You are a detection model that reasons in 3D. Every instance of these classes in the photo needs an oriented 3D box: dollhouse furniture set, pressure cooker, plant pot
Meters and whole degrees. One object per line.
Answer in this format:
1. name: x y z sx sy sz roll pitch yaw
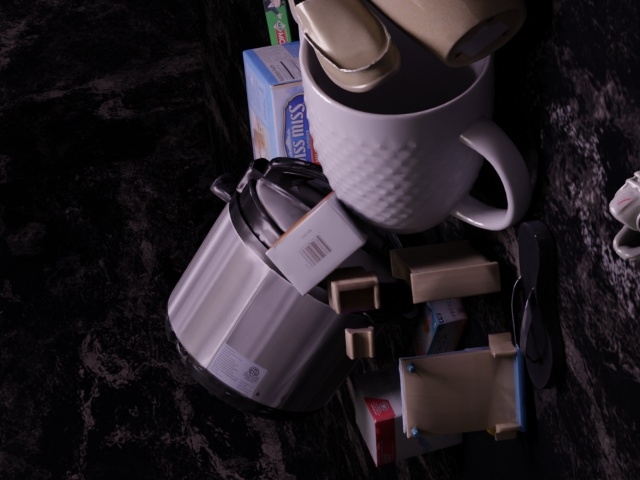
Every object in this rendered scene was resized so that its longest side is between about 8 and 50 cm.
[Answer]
1. dollhouse furniture set: 0.162 0.178 2.027 0.198 0.286 0.304 -124 27 -78
2. pressure cooker: -0.037 0.070 2.279 0.420 0.369 0.375 -57 40 24
3. plant pot: 0.156 -0.380 1.710 0.274 0.256 0.256 60 162 16

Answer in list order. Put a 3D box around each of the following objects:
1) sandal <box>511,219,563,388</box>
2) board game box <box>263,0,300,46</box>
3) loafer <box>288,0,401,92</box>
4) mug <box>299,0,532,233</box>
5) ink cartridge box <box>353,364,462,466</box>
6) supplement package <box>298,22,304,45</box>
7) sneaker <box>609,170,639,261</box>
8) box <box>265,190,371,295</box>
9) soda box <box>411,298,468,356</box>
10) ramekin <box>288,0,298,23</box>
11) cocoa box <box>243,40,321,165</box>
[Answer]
1. sandal: 0.303 0.095 1.831 0.097 0.054 0.255 -138 39 -69
2. board game box: -0.073 -0.472 2.696 0.317 0.046 0.214 -85 -16 -64
3. loafer: 0.016 -0.302 1.726 0.268 0.102 0.092 53 -179 39
4. mug: 0.155 -0.149 1.871 0.374 0.276 0.328 34 153 28
5. ink cartridge box: 0.165 0.315 2.347 0.128 0.176 0.127 -117 17 -50
6. supplement package: 0.076 -0.335 2.085 0.203 0.149 0.194 46 154 39
7. sneaker: 0.362 -0.054 1.313 0.090 0.115 0.232 -115 19 -45
8. box: 0.000 0.000 1.983 0.091 0.130 0.170 48 -171 -3
9. soda box: 0.212 0.162 2.258 0.183 0.063 0.058 100 154 -58
10. ramekin: -0.001 -0.511 2.478 0.207 0.109 0.207 169 90 -78
11. cocoa box: -0.009 -0.203 2.512 0.231 0.227 0.347 -124 26 -59
